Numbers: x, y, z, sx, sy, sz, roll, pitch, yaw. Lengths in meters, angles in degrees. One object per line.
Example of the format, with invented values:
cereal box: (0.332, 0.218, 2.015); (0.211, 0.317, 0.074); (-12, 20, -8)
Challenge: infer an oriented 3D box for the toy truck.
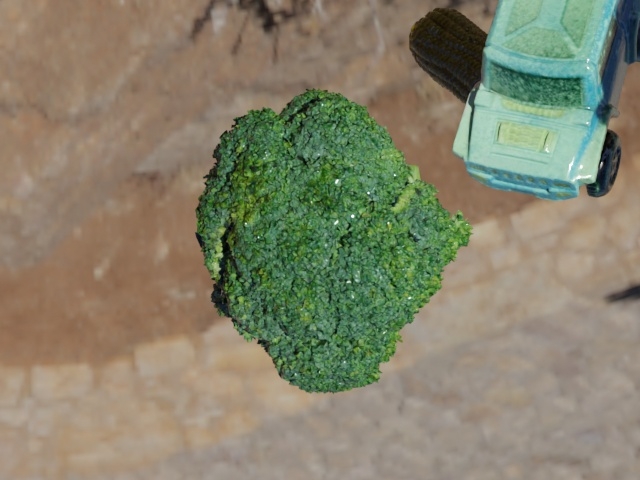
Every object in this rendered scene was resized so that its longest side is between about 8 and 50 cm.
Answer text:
toy truck: (0.231, -0.177, 1.642); (0.155, 0.279, 0.156); (13, 163, 20)

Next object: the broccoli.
broccoli: (0.000, 0.000, 1.030); (0.195, 0.195, 0.156); (-39, 161, 26)

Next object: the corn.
corn: (0.184, -0.173, 1.843); (0.080, 0.231, 0.080); (-28, 143, -24)
